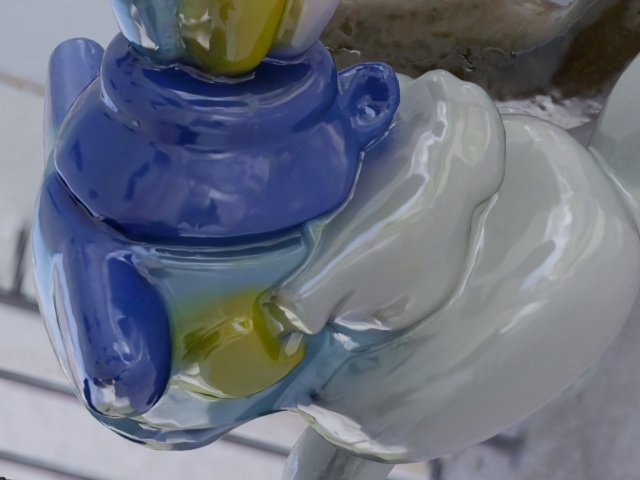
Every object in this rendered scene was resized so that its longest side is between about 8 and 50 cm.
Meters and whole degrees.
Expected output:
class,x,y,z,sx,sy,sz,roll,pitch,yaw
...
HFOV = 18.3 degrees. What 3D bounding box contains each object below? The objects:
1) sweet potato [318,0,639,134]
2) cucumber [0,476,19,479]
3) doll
class,x,y,z,sx,sy,sz,roll,pitch,yaw
sweet potato,0.077,-0.110,1.063,0.285,0.112,0.085,7,52,30
cucumber,-0.164,0.142,0.977,0.053,0.181,0.053,-11,70,31
doll,-0.004,-0.003,0.907,0.187,0.365,0.376,38,102,54
